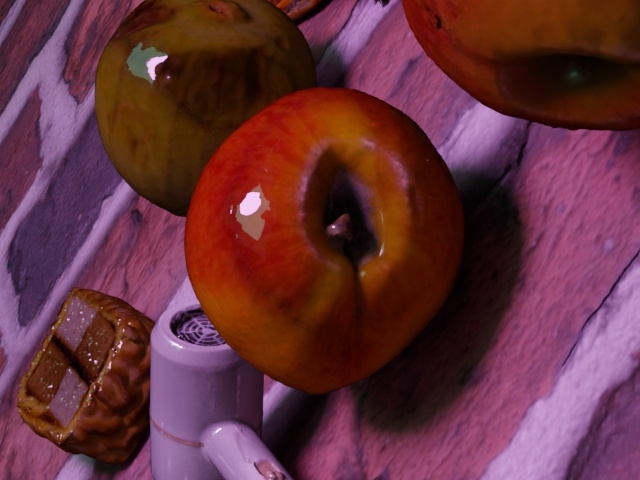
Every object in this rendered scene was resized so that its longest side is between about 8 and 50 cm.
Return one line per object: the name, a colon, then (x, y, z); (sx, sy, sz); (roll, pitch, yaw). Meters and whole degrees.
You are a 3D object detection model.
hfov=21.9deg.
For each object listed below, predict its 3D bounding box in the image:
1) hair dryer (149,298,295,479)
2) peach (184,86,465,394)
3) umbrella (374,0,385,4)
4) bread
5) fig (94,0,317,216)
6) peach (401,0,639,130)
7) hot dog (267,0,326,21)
hair dryer: (-0.043, 0.207, 1.442); (0.357, 0.107, 0.173); (43, 140, 47)
peach: (0.000, 0.000, 1.423); (0.281, 0.238, 0.281); (-178, 90, -79)
umbrella: (0.064, -0.278, 1.793); (0.083, 0.020, 0.031); (-116, 36, -59)
bread: (-0.255, 0.156, 1.882); (0.222, 0.096, 0.181); (23, 87, 61)
fig: (-0.126, -0.138, 1.796); (0.239, 0.239, 0.271); (-95, 11, -46)
peach: (0.211, -0.262, 1.216); (0.372, 0.290, 0.373); (-42, 30, 31)
hot dog: (-0.022, -0.288, 1.933); (0.144, 0.038, 0.062); (-33, 42, 48)
